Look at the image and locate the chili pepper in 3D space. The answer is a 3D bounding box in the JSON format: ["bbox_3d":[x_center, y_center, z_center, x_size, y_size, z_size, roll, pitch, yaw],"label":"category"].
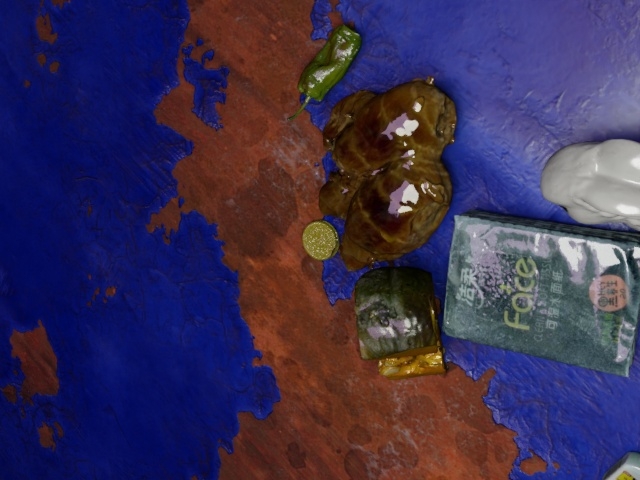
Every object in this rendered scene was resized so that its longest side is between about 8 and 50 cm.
[{"bbox_3d":[0.002,-0.319,1.332,0.204,0.073,0.072,-51,56,18],"label":"chili pepper"}]

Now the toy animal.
[{"bbox_3d":[0.494,-0.051,0.971,0.357,0.258,0.194,13,108,7],"label":"toy animal"}]

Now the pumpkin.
[{"bbox_3d":[0.151,0.183,1.245,0.139,0.190,0.281,-10,115,12],"label":"pumpkin"}]

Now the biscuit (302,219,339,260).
[{"bbox_3d":[0.000,0.000,1.434,0.084,0.023,0.084,8,105,30],"label":"biscuit"}]

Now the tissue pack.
[{"bbox_3d":[0.375,0.081,1.177,0.315,0.103,0.228,10,106,28],"label":"tissue pack"}]

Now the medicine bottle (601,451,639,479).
[{"bbox_3d":[0.541,0.399,1.178,0.074,0.055,0.118,43,119,18],"label":"medicine bottle"}]

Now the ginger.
[{"bbox_3d":[0.107,-0.115,1.266,0.274,0.152,0.358,7,104,30],"label":"ginger"}]
